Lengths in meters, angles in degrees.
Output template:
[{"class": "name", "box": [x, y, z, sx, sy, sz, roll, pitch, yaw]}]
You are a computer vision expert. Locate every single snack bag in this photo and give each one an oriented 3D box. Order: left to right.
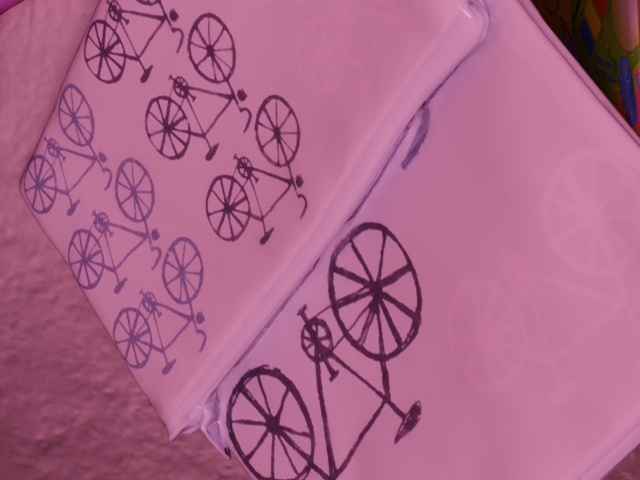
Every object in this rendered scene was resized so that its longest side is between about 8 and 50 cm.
[{"class": "snack bag", "box": [0.000, 0.000, 0.709, 0.342, 0.037, 0.323, 54, 136, 19]}]

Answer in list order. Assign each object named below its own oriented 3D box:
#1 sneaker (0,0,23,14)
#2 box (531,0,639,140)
[{"class": "sneaker", "box": [-0.203, -0.085, 0.811, 0.161, 0.102, 0.282, -9, 103, -4]}, {"class": "box", "box": [0.188, -0.127, 0.721, 0.177, 0.290, 0.279, -7, 104, -1]}]
